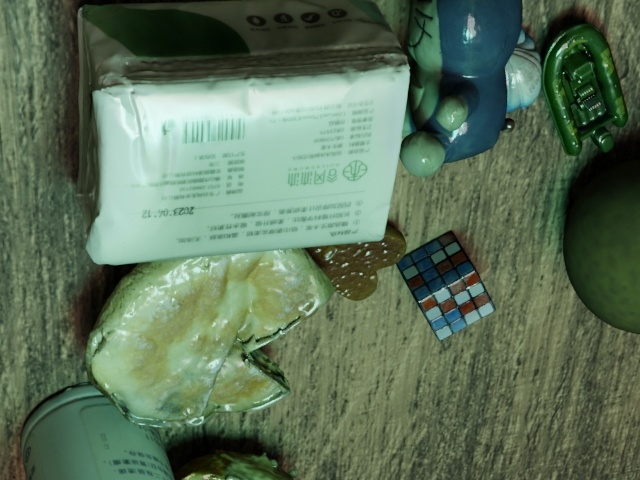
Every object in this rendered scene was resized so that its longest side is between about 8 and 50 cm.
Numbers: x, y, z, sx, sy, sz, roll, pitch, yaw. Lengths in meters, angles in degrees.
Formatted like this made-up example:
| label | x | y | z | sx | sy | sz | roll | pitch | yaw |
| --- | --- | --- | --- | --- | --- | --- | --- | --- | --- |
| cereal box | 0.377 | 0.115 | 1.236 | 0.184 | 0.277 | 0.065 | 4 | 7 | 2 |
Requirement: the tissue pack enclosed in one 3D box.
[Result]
| label | x | y | z | sx | sy | sz | roll | pitch | yaw |
| --- | --- | --- | --- | --- | --- | --- | --- | --- | --- |
| tissue pack | -0.099 | -0.127 | 1.684 | 0.357 | 0.194 | 0.266 | -5 | 129 | -16 |

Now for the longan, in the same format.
| label | x | y | z | sx | sy | sz | roll | pitch | yaw |
| --- | --- | --- | --- | --- | --- | --- | --- | --- | --- |
| longan | 0.448 | 0.010 | 1.991 | 0.258 | 0.258 | 0.258 | -11 | 130 | -14 |

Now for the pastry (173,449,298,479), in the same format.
| label | x | y | z | sx | sy | sz | roll | pitch | yaw |
| --- | --- | --- | --- | --- | --- | --- | --- | --- | --- |
| pastry | -0.143 | 0.404 | 2.118 | 0.237 | 0.170 | 0.256 | 29 | 118 | -15 |

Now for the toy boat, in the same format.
| label | x | y | z | sx | sy | sz | roll | pitch | yaw |
| --- | --- | --- | --- | --- | --- | --- | --- | --- | --- |
| toy boat | 0.338 | -0.197 | 1.896 | 0.104 | 0.052 | 0.210 | -30 | 132 | -4 |

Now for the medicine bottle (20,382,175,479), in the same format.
| label | x | y | z | sx | sy | sz | roll | pitch | yaw |
| --- | --- | --- | --- | --- | --- | --- | --- | --- | --- |
| medicine bottle | -0.272 | 0.362 | 1.910 | 0.190 | 0.332 | 0.190 | -11 | 130 | -14 |

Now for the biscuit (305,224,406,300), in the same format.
| label | x | y | z | sx | sy | sz | roll | pitch | yaw |
| --- | --- | --- | --- | --- | --- | --- | --- | --- | --- |
| biscuit | 0.000 | 0.000 | 1.928 | 0.236 | 0.039 | 0.180 | 24 | 119 | -35 |

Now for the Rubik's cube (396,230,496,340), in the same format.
| label | x | y | z | sx | sy | sz | roll | pitch | yaw |
| --- | --- | --- | --- | --- | --- | --- | --- | --- | --- |
| Rubik's cube | 0.171 | 0.062 | 2.010 | 0.092 | 0.092 | 0.092 | -29 | 132 | 2 |

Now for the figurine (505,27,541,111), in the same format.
| label | x | y | z | sx | sy | sz | roll | pitch | yaw |
| --- | --- | --- | --- | --- | --- | --- | --- | --- | --- |
| figurine | 0.238 | -0.204 | 1.841 | 0.114 | 0.079 | 0.114 | -27 | 125 | -46 |

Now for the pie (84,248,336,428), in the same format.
| label | x | y | z | sx | sy | sz | roll | pitch | yaw |
| --- | --- | --- | --- | --- | --- | --- | --- | --- | --- |
| pie | -0.148 | 0.115 | 1.894 | 0.338 | 0.075 | 0.337 | -11 | 129 | -14 |

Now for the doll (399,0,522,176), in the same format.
| label | x | y | z | sx | sy | sz | roll | pitch | yaw |
| --- | --- | --- | --- | --- | --- | --- | --- | --- | --- |
| doll | 0.156 | -0.220 | 1.706 | 0.154 | 0.228 | 0.258 | -1 | 113 | -1 |
